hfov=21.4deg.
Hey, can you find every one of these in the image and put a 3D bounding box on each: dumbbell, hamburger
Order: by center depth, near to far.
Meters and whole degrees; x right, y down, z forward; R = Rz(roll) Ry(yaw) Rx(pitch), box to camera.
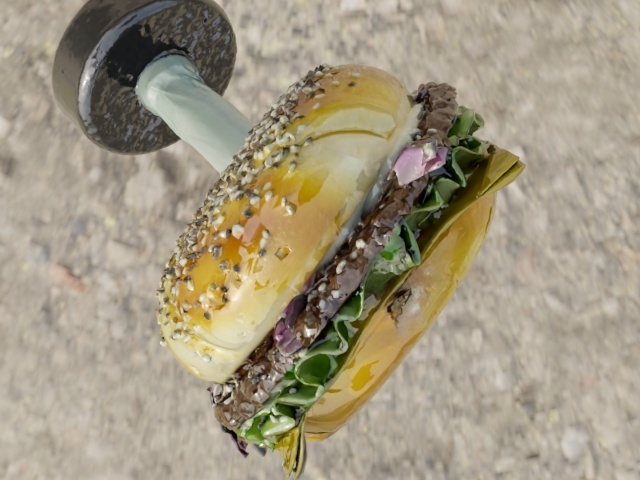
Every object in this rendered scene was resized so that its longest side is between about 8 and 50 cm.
[{"bbox_3d":[-0.002,0.002,0.652,0.093,0.189,0.164,36,82,-5],"label":"hamburger"},{"bbox_3d":[-0.045,-0.049,0.849,0.191,0.100,0.100,42,112,32],"label":"dumbbell"}]
